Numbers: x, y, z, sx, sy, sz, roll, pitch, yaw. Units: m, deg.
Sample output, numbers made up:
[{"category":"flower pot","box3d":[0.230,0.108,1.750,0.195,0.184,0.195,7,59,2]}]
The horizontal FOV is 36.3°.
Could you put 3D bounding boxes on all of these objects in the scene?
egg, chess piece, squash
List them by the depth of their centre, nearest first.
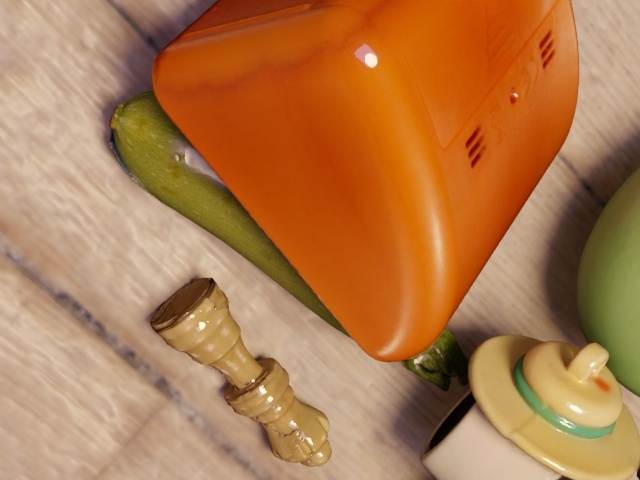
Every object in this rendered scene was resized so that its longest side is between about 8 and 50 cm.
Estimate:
[{"category":"squash","box3d":[0.000,0.000,0.701,0.341,0.094,0.094,38,86,-18]},{"category":"chess piece","box3d":[-0.050,0.106,0.719,0.060,0.060,0.172,-41,110,-8]},{"category":"egg","box3d":[0.324,0.019,0.735,0.269,0.220,0.220,-31,106,0]}]

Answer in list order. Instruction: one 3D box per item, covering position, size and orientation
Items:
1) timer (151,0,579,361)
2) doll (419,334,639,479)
[{"category":"timer","box3d":[0.066,-0.086,0.649,0.257,0.161,0.250,-51,126,-34]},{"category":"doll","box3d":[0.117,0.202,0.718,0.271,0.144,0.208,-44,153,-9]}]
